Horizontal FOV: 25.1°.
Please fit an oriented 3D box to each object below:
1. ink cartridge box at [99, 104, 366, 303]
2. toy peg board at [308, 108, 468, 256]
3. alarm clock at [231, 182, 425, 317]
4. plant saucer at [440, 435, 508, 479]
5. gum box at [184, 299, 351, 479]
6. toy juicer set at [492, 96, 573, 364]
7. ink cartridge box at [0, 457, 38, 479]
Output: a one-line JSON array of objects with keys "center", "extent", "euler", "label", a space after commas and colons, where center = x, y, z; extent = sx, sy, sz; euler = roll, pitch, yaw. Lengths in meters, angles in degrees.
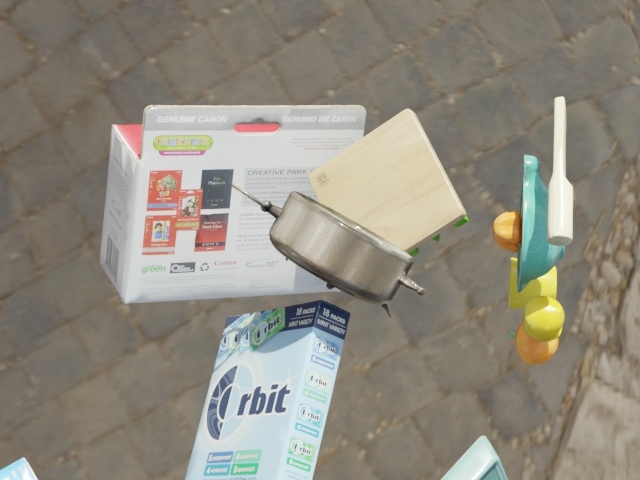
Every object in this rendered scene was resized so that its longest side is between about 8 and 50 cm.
[{"center": [-0.115, -0.070, 1.884], "extent": [0.310, 0.130, 0.271], "euler": [-2, 116, -24], "label": "ink cartridge box"}, {"center": [0.094, -0.050, 1.810], "extent": [0.161, 0.079, 0.160], "euler": [-33, 65, 18], "label": "toy peg board"}, {"center": [0.000, 0.000, 1.303], "extent": [0.192, 0.129, 0.064], "euler": [32, 94, -10], "label": "alarm clock"}, {"center": [0.047, 0.197, 0.806], "extent": [0.018, 0.192, 0.067], "euler": [20, 145, 44], "label": "plant saucer"}, {"center": [-0.052, 0.154, 1.335], "extent": [0.157, 0.041, 0.184], "euler": [-14, 57, 52], "label": "gum box"}, {"center": [0.254, 0.014, 1.751], "extent": [0.090, 0.209, 0.329], "euler": [3, 135, 5], "label": "toy juicer set"}, {"center": [-0.325, 0.289, 1.281], "extent": [0.191, 0.139, 0.082], "euler": [-27, 72, -17], "label": "ink cartridge box"}]
